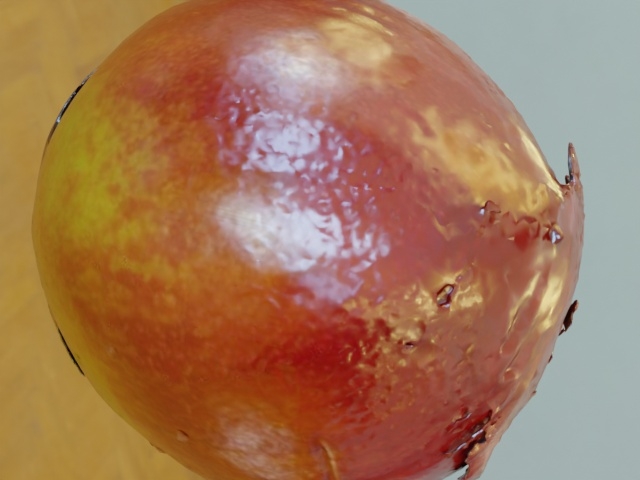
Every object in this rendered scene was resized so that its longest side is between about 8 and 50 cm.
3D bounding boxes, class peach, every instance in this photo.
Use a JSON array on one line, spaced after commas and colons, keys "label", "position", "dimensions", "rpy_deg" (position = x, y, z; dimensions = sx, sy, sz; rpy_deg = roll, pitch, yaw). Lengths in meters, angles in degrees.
[{"label": "peach", "position": [0.000, 0.000, 1.008], "dimensions": [0.370, 0.370, 0.370], "rpy_deg": [-15, 90, -73]}]
